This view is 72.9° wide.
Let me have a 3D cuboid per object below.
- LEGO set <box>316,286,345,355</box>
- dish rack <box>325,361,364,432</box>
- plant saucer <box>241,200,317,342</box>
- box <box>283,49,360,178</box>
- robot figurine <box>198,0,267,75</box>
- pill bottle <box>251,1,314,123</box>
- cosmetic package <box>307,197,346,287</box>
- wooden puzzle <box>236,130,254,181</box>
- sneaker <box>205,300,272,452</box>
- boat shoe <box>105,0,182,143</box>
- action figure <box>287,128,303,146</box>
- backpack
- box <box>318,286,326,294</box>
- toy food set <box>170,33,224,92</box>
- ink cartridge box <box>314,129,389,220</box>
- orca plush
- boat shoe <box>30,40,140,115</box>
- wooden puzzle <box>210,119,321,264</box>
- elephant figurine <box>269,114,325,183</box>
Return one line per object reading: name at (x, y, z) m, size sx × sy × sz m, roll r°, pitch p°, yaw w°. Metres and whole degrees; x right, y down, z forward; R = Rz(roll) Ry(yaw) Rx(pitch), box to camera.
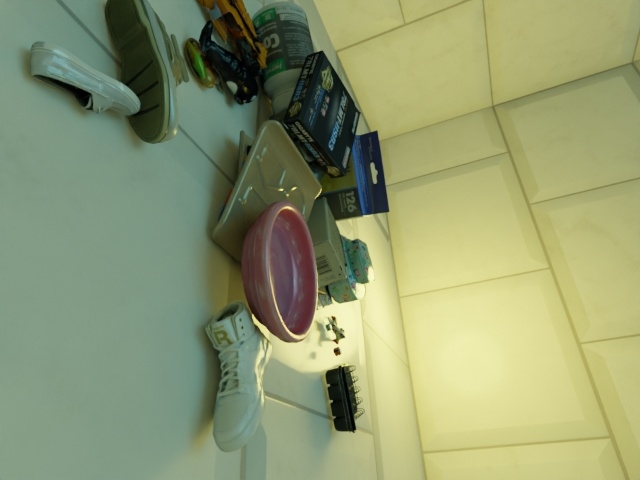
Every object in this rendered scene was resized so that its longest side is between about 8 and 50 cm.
LEGO set at (0.021, 0.283, 1.527) m, size 0.244 × 0.060 × 0.182 m, roll 67°, pitch 17°, yaw 10°
dish rack at (0.096, 0.526, 1.493) m, size 0.271 × 0.074 × 0.208 m, roll 22°, pitch 57°, yaw -69°
plant saucer at (-0.094, 0.075, 1.026) m, size 0.332 × 0.084 × 0.331 m, roll -7°, pitch 90°, yaw -73°
box at (0.020, -0.407, 1.428) m, size 0.293 × 0.073 × 0.295 m, roll 44°, pitch 52°, yaw -45°
robot figurine at (-0.254, -0.641, 1.312) m, size 0.291 × 0.085 × 0.211 m, roll 57°, pitch 26°, yaw -44°
pill bottle at (-0.113, -0.610, 1.517) m, size 0.204 × 0.204 × 0.360 m, roll 6°, pitch 71°, yaw -71°
cosmetic package at (0.000, 0.000, 1.454) m, size 0.309 × 0.113 × 0.160 m, roll -95°, pitch 162°, yaw -61°
wooden puzzle at (-0.163, -0.165, 1.228) m, size 0.239 × 0.044 × 0.220 m, roll 31°, pitch 57°, yaw -65°
sneaker at (-0.180, 0.242, 0.848) m, size 0.292 × 0.108 × 0.169 m, roll -90°, pitch 158°, yaw -63°
boat shoe at (-0.318, -0.327, 0.834) m, size 0.103 × 0.113 × 0.302 m, roll 0°, pitch 75°, yaw -66°
action figure at (-0.096, -0.384, 1.638) m, size 0.232 × 0.064 × 0.137 m, roll -74°, pitch 142°, yaw -64°
backpack at (0.104, 0.113, 1.672) m, size 0.225 × 0.191 × 0.253 m, roll 26°, pitch 57°, yaw -68°
box at (-0.043, 0.095, 1.459) m, size 0.201 × 0.021 × 0.164 m, roll 31°, pitch 40°, yaw -65°
toy food set at (-0.297, -0.453, 1.109) m, size 0.192 × 0.039 × 0.132 m, roll -35°, pitch 109°, yaw -71°
ink cartridge box at (0.086, -0.228, 1.618) m, size 0.072 × 0.307 × 0.303 m, roll -9°, pitch 90°, yaw -53°
orca plush at (-0.224, -0.486, 1.199) m, size 0.287 × 0.102 × 0.151 m, roll 54°, pitch 17°, yaw -58°
boat shoe at (-0.371, -0.240, 0.696) m, size 0.184 × 0.066 × 0.063 m, roll 34°, pitch 58°, yaw -67°
wooden puzzle at (-0.139, -0.085, 1.148) m, size 0.322 × 0.081 × 0.347 m, roll 51°, pitch 54°, yaw -51°
elephant figurine at (-0.098, -0.275, 1.447) m, size 0.169 × 0.186 × 0.239 m, roll -52°, pitch 128°, yaw -12°
